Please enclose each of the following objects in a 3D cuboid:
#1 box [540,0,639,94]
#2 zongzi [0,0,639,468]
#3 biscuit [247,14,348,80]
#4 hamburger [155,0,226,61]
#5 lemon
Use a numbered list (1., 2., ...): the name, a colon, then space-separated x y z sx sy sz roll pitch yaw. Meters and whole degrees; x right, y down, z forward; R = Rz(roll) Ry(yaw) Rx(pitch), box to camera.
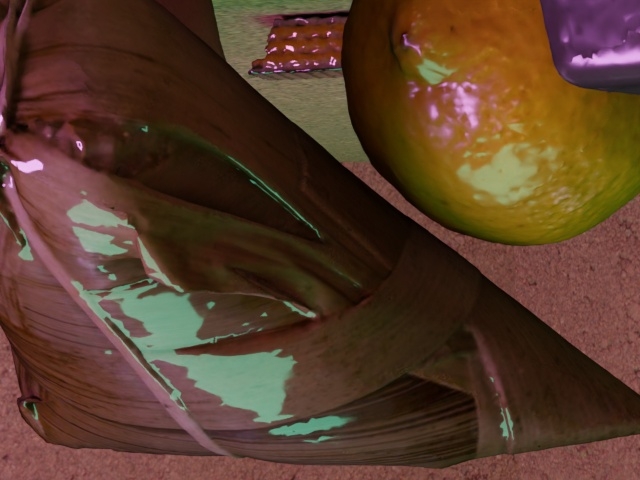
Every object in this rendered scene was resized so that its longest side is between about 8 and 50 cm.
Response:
1. box: 0.254 -0.157 0.851 0.290 0.166 0.220 -1 180 41
2. zongzi: 0.003 -0.020 1.095 0.467 0.218 0.500 2 152 6
3. biscuit: 0.124 -0.188 1.685 0.379 0.054 0.094 -2 180 11
4. hamburger: -0.214 -0.130 1.357 0.302 0.170 0.302 -1 178 0
5. lemon: 0.130 -0.113 1.188 0.236 0.236 0.263 -1 175 -1
